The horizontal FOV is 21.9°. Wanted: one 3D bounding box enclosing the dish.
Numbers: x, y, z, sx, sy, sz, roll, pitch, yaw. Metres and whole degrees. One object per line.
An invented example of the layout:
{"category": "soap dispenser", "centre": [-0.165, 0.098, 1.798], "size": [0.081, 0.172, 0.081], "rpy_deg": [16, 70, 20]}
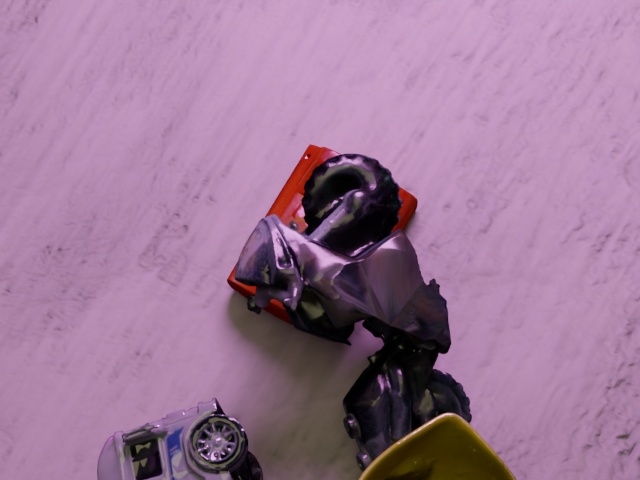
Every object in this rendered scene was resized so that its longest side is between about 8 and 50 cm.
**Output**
{"category": "dish", "centre": [0.089, 0.245, 1.326], "size": [0.149, 0.080, 0.207], "rpy_deg": [11, 73, 0]}

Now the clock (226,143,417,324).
{"category": "clock", "centre": [0.000, 0.000, 1.453], "size": [0.113, 0.061, 0.155], "rpy_deg": [27, 75, 13]}

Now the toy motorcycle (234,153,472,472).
{"category": "toy motorcycle", "centre": [0.023, 0.069, 1.363], "size": [0.159, 0.106, 0.270], "rpy_deg": [-19, 94, -17]}

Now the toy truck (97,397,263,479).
{"category": "toy truck", "centre": [-0.108, 0.272, 1.315], "size": [0.155, 0.124, 0.268], "rpy_deg": [-14, 67, 0]}
